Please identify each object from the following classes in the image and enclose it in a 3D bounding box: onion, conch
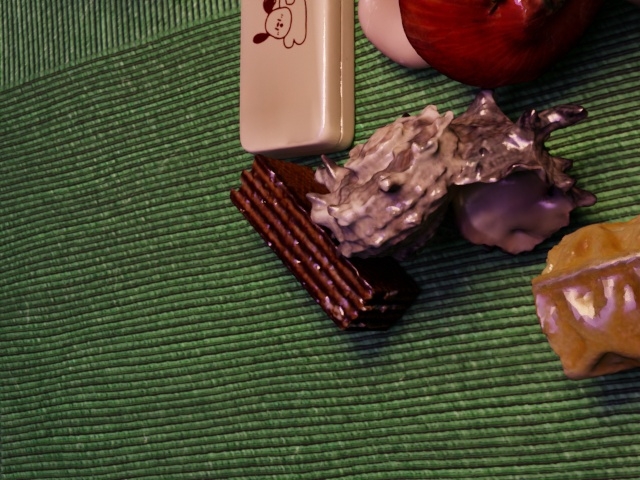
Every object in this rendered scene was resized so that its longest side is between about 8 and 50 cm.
[{"bbox_3d":[0.199,-0.265,1.165,0.248,0.248,0.161,-46,57,19],"label":"onion"},{"bbox_3d":[0.125,-0.068,1.186,0.313,0.240,0.186,-1,96,19],"label":"conch"}]

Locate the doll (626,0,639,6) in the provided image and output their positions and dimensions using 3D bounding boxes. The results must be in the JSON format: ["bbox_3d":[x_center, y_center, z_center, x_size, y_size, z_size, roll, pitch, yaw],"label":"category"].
[{"bbox_3d":[0.261,-0.412,0.963,0.252,0.378,0.382,-100,30,-50],"label":"doll"}]

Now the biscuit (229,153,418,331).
[{"bbox_3d":[0.000,0.000,1.329,0.252,0.106,0.070,49,113,28],"label":"biscuit"}]

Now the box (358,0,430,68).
[{"bbox_3d":[0.131,-0.293,1.297,0.146,0.088,0.200,47,107,27],"label":"box"}]

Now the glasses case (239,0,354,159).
[{"bbox_3d":[-0.028,-0.260,1.405,0.131,0.070,0.313,-4,81,32],"label":"glasses case"}]

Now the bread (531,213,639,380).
[{"bbox_3d":[0.348,0.034,1.092,0.267,0.130,0.152,-19,69,28],"label":"bread"}]
